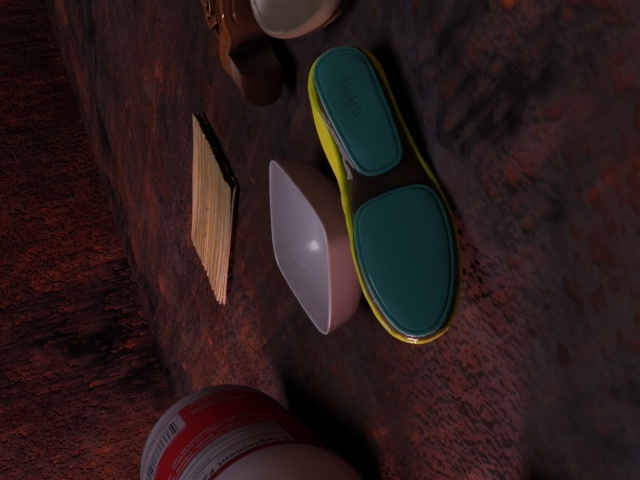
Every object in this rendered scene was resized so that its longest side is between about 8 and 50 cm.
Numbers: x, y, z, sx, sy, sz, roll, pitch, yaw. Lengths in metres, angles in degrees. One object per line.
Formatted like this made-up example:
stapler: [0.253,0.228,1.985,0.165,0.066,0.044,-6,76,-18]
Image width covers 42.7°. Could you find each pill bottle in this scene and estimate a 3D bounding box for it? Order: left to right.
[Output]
pill bottle: [-0.068,0.324,0.954,0.408,0.229,0.228,-166,62,-68]

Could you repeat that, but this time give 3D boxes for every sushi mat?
sushi mat: [-0.167,-0.040,1.252,0.316,0.019,0.151,104,146,-54]

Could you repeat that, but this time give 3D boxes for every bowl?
bowl: [0.000,0.000,0.777,0.142,0.053,0.141,-128,29,-45]

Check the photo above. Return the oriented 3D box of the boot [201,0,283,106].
boot: [-0.082,-0.244,0.786,0.197,0.073,0.152,99,153,-45]

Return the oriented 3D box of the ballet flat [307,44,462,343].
ballet flat: [0.049,-0.035,0.609,0.077,0.077,0.230,63,-171,-78]

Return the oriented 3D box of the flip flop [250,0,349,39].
flip flop: [-0.009,-0.226,0.576,0.277,0.080,0.112,-17,93,68]
